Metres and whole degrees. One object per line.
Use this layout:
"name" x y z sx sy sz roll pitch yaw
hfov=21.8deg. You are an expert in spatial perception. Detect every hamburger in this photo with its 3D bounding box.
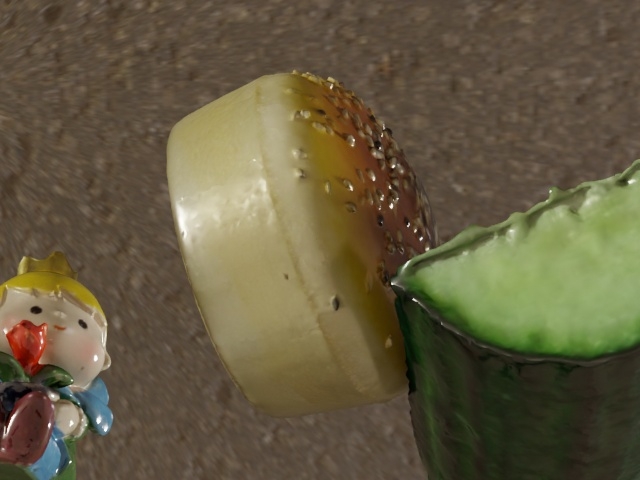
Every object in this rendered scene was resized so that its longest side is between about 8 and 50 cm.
"hamburger" 0.000 0.000 0.600 0.081 0.141 0.126 -18 78 7

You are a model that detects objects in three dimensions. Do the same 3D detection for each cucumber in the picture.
"cucumber" 0.094 0.068 0.583 0.115 0.244 0.063 -18 58 -3

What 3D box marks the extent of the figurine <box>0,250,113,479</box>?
"figurine" -0.239 0.098 1.367 0.127 0.185 0.234 8 61 8
